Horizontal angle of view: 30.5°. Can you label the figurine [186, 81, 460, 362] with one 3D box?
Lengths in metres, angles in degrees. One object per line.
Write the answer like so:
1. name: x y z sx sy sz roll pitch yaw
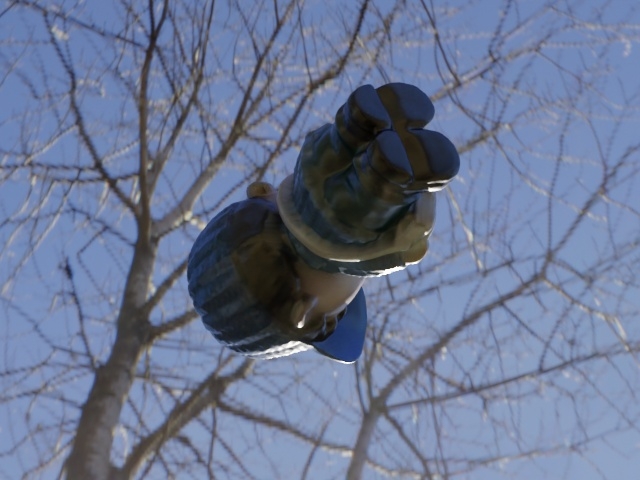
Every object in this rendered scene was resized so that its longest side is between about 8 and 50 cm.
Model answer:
1. figurine: 0.000 0.000 0.504 0.087 0.086 0.149 -12 -24 -34
